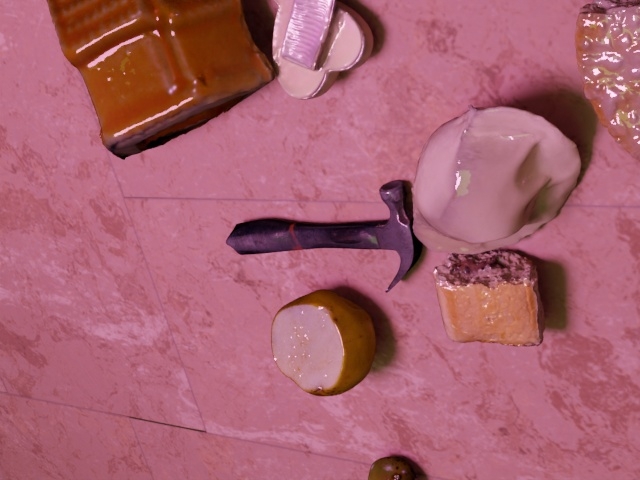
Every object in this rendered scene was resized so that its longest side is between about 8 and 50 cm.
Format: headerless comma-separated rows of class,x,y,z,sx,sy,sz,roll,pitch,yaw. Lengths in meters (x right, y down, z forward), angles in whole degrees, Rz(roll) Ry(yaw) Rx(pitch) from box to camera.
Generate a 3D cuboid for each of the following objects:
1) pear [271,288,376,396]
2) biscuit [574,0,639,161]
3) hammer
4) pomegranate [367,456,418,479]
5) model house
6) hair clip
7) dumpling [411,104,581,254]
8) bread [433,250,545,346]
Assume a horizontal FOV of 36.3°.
pear,0.012,0.132,1.287,0.141,0.104,0.141,3,96,34
biscuit,0.352,-0.141,0.908,0.265,0.040,0.188,43,134,3
hammer,0.000,0.000,1.253,0.289,0.037,0.137,-3,115,36
pomegranate,0.106,0.344,1.386,0.073,0.073,0.084,8,158,32
model house,-0.202,-0.243,1.173,0.268,0.173,0.239,-22,93,16
hair clip,-0.013,-0.262,1.070,0.159,0.071,0.219,28,125,26
dumpling,0.184,-0.056,1.042,0.166,0.126,0.216,16,116,-6
bread,0.197,0.064,1.127,0.125,0.082,0.106,0,129,24
